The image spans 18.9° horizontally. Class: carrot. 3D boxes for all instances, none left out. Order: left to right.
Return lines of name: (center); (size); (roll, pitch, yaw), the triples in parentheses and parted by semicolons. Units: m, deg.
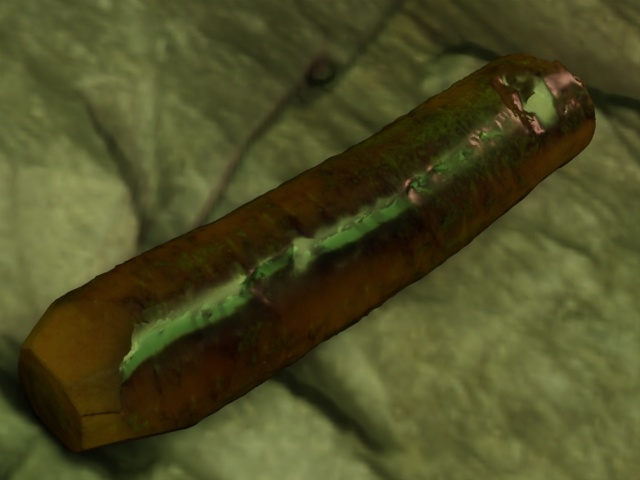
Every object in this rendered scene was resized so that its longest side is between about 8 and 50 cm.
carrot: (0.000, 0.000, 0.767); (0.260, 0.070, 0.070); (-32, 83, -23)
